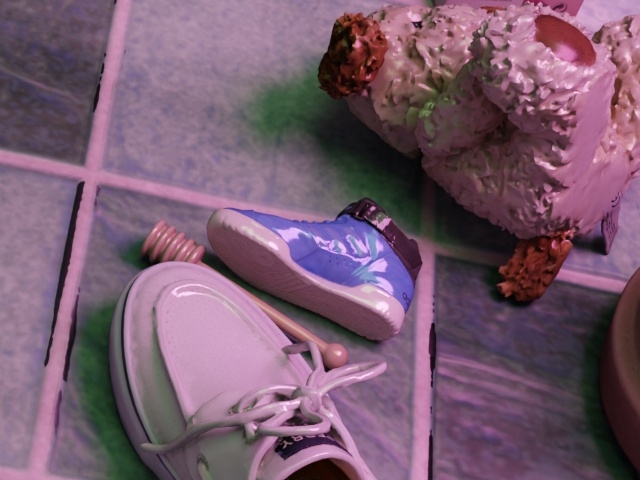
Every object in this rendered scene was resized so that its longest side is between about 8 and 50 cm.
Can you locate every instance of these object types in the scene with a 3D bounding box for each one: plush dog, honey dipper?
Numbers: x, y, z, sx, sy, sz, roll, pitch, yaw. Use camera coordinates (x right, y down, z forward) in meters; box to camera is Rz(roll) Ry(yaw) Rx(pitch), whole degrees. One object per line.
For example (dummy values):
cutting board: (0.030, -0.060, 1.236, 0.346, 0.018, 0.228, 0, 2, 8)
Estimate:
plush dog: (0.116, -0.097, 1.309, 0.225, 0.210, 0.262, 35, 22, 27)
honey dipper: (-0.049, 0.039, 1.219, 0.161, 0.030, 0.030, 31, 51, 5)

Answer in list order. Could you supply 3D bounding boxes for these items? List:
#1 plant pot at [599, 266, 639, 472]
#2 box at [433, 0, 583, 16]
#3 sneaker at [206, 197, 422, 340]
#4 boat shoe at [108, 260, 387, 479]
plant pot: (0.331, 0.038, 1.181, 0.263, 0.229, 0.263, 1, 48, -1)
box: (0.169, -0.305, 1.418, 0.127, 0.232, 0.148, 1, 54, -16)
sneaker: (0.000, 0.000, 1.243, 0.152, 0.058, 0.084, 27, 56, -3)
boat shoe: (-0.017, 0.137, 1.072, 0.136, 0.156, 0.367, -13, 59, -26)
